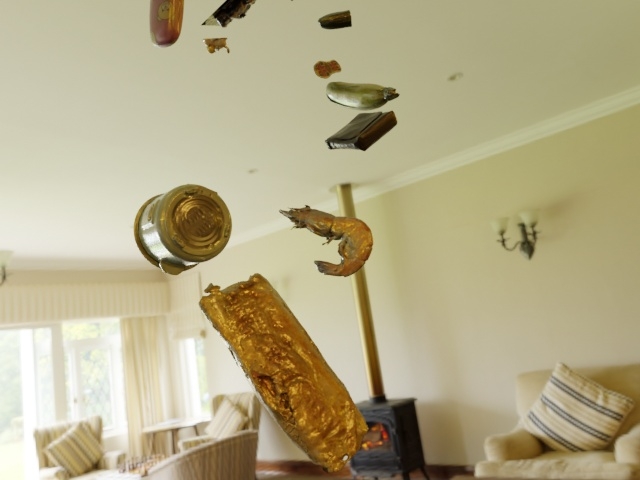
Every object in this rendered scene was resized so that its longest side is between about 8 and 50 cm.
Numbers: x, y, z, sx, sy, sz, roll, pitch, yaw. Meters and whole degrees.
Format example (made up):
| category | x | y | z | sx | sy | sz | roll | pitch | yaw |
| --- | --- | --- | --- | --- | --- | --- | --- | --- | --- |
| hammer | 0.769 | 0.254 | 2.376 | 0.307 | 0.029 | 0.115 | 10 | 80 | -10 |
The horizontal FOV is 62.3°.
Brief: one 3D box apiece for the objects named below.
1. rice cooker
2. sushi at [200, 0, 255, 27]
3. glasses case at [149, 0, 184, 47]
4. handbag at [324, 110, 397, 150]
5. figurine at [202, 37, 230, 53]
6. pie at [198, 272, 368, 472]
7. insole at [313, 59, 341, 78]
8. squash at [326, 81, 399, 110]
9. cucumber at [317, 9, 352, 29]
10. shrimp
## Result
| category | x | y | z | sx | sy | sz | roll | pitch | yaw |
| --- | --- | --- | --- | --- | --- | --- | --- | --- | --- |
| rice cooker | -0.439 | -0.041 | 1.688 | 0.264 | 0.316 | 0.317 | 16 | -23 | -33 |
| sushi | -0.249 | -0.720 | 1.649 | 0.215 | 0.050 | 0.192 | -34 | 12 | 21 |
| glasses case | -0.527 | -0.818 | 1.818 | 0.123 | 0.316 | 0.076 | -2 | -6 | 31 |
| handbag | 0.169 | -0.446 | 2.187 | 0.247 | 0.080 | 0.223 | -42 | 30 | -26 |
| figurine | -0.339 | -0.634 | 1.725 | 0.083 | 0.050 | 0.047 | -4 | 15 | -2 |
| pie | -0.049 | 0.163 | 0.695 | 0.128 | 0.282 | 0.068 | -28 | -10 | -49 |
| insole | 0.026 | -0.597 | 1.836 | 0.006 | 0.065 | 0.193 | -29 | 7 | 36 |
| squash | 0.137 | -0.477 | 1.758 | 0.094 | 0.094 | 0.341 | 1 | 14 | -41 |
| cucumber | 0.042 | -0.637 | 1.539 | 0.105 | 0.048 | 0.048 | -15 | -10 | -10 |
| shrimp | 0.000 | 0.000 | 1.425 | 0.296 | 0.169 | 0.058 | 16 | -9 | 25 |
